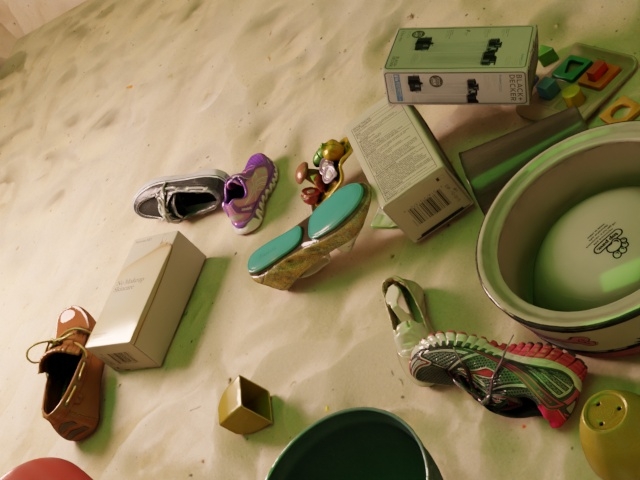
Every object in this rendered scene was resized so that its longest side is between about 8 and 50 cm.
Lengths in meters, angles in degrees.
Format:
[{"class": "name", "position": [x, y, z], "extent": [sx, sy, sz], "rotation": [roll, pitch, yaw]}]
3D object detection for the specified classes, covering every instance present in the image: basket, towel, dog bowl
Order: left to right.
[{"class": "towel", "position": [0.172, -0.089, 2.047], "extent": [0.113, 0.023, 0.152], "rotation": [-1, 53, 44]}, {"class": "basket", "position": [0.387, -0.138, 1.794], "extent": [0.227, 0.154, 0.204], "rotation": [-27, 24, 14]}, {"class": "dog bowl", "position": [0.461, 0.008, 1.573], "extent": [0.408, 0.150, 0.408], "rotation": [-25, 40, 22]}]

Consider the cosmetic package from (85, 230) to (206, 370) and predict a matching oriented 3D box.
[{"class": "cosmetic package", "position": [-0.399, 0.139, 2.279], "extent": [0.160, 0.113, 0.309], "rotation": [-11, 47, 36]}]

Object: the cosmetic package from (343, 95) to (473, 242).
[{"class": "cosmetic package", "position": [0.173, -0.155, 1.991], "extent": [0.153, 0.129, 0.296], "rotation": [-35, 40, 14]}]

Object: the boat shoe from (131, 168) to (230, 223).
[{"class": "boat shoe", "position": [-0.362, -0.094, 2.480], "extent": [0.306, 0.113, 0.105], "rotation": [-7, 34, 27]}]

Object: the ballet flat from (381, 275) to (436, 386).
[{"class": "ballet flat", "position": [0.156, 0.154, 1.768], "extent": [0.086, 0.086, 0.248], "rotation": [-32, 38, 15]}]

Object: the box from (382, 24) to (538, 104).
[{"class": "box", "position": [0.285, -0.352, 1.985], "extent": [0.290, 0.087, 0.169], "rotation": [2, 43, 17]}]

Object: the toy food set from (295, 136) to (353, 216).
[{"class": "toy food set", "position": [-0.007, -0.145, 2.155], "extent": [0.218, 0.071, 0.128], "rotation": [-52, 28, 42]}]

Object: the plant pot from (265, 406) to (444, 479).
[{"class": "plant pot", "position": [0.076, 0.425, 1.469], "extent": [0.293, 0.196, 0.293], "rotation": [-23, 42, 23]}]

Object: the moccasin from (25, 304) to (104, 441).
[{"class": "moccasin", "position": [-0.587, 0.286, 2.275], "extent": [0.139, 0.147, 0.380], "rotation": [-29, 38, 19]}]

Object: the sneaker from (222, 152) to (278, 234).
[{"class": "sneaker", "position": [-0.176, -0.131, 2.348], "extent": [0.095, 0.104, 0.236], "rotation": [-17, 42, 33]}]

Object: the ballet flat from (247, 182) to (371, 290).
[{"class": "ballet flat", "position": [0.000, 0.000, 2.019], "extent": [0.348, 0.123, 0.123], "rotation": [-34, 35, 31]}]

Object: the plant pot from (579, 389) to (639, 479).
[{"class": "plant pot", "position": [0.422, 0.264, 1.396], "extent": [0.134, 0.095, 0.134], "rotation": [-25, 40, 22]}]

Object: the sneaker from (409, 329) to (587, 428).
[{"class": "sneaker", "position": [0.265, 0.218, 1.566], "extent": [0.299, 0.121, 0.112], "rotation": [1, 58, 41]}]

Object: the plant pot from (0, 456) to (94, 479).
[{"class": "plant pot", "position": [-0.460, 0.561, 1.805], "extent": [0.243, 0.275, 0.275], "rotation": [14, 63, 38]}]

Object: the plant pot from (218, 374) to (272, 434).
[{"class": "plant pot", "position": [-0.151, 0.324, 1.891], "extent": [0.083, 0.081, 0.081], "rotation": [-41, 34, 24]}]

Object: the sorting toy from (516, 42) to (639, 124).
[{"class": "sorting toy", "position": [0.498, -0.310, 1.945], "extent": [0.196, 0.047, 0.348], "rotation": [-48, 36, -7]}]
